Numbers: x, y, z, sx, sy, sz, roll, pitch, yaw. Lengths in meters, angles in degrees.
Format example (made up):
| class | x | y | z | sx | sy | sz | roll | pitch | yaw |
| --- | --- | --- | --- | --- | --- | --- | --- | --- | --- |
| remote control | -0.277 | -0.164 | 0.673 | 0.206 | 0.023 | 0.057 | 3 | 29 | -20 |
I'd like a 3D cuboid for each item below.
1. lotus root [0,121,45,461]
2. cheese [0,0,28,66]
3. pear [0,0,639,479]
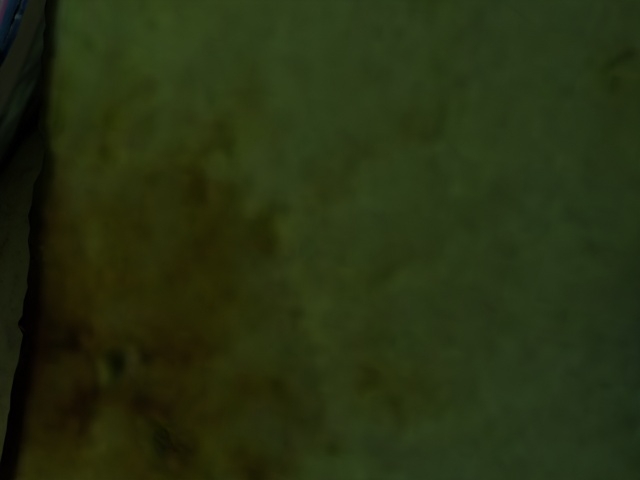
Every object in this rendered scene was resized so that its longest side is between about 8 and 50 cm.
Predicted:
| class | x | y | z | sx | sy | sz | roll | pitch | yaw |
| --- | --- | --- | --- | --- | --- | --- | --- | --- | --- |
| lotus root | -0.071 | 0.002 | 0.591 | 0.090 | 0.077 | 0.183 | -4 | 124 | -55 |
| cheese | -0.104 | 0.003 | 0.366 | 0.155 | 0.062 | 0.244 | -59 | -172 | 43 |
| pear | 0.032 | -0.005 | 0.457 | 0.292 | 0.159 | 0.292 | 9 | 90 | -81 |
